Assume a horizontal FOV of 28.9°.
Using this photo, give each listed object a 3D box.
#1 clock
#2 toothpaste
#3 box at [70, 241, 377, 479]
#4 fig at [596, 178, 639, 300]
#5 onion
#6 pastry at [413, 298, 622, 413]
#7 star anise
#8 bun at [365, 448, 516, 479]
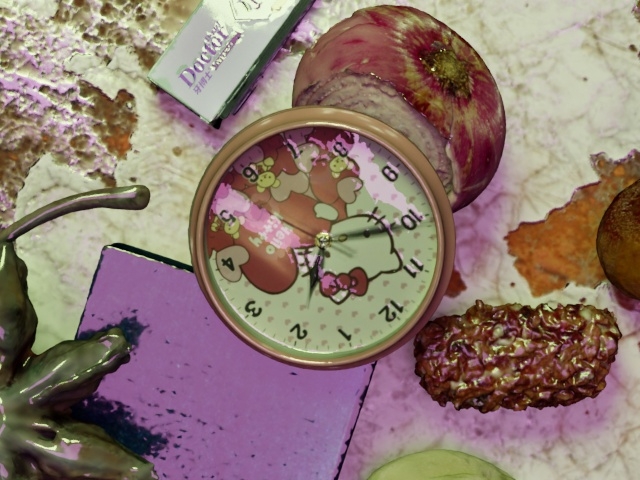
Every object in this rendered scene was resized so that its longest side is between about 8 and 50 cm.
[{"bbox_3d":[0.000,0.000,1.118,0.244,0.056,0.244,1,100,7],"label":"clock"},{"bbox_3d":[-0.044,-0.257,1.226,0.089,0.071,0.313,36,90,1],"label":"toothpaste"},{"bbox_3d":[-0.111,0.167,1.208,0.279,0.116,0.261,19,89,-2],"label":"box"},{"bbox_3d":[0.372,0.029,1.239,0.146,0.134,0.201,-26,116,26],"label":"fig"},{"bbox_3d":[0.082,-0.129,1.182,0.207,0.200,0.201,25,90,16],"label":"onion"},{"bbox_3d":[0.193,0.113,1.231,0.208,0.097,0.115,-5,86,-4],"label":"pastry"},{"bbox_3d":[-0.268,0.148,1.099,0.359,0.139,0.316,-22,90,-6],"label":"star anise"},{"bbox_3d":[0.136,0.322,1.225,0.237,0.116,0.210,23,91,-2],"label":"bun"}]
